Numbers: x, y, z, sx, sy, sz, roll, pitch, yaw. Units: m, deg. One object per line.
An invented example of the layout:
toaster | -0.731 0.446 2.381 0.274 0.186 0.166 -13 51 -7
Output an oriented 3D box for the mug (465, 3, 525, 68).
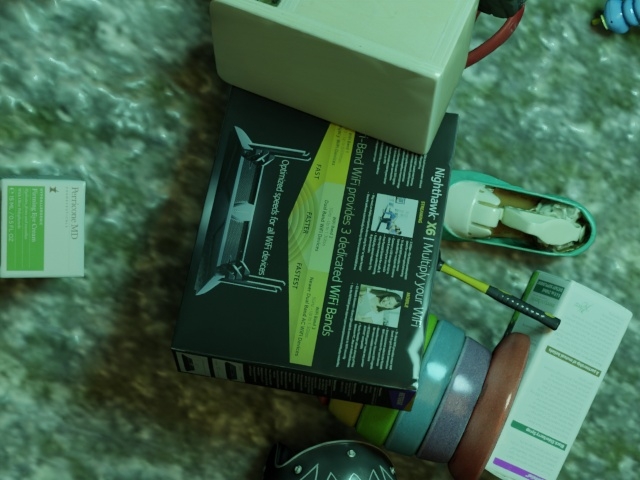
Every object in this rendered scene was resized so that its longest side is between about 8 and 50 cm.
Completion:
mug | 0.125 -0.242 1.411 0.113 0.150 0.169 25 93 -32

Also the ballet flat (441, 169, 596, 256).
ballet flat | 0.206 -0.031 1.486 0.247 0.087 0.083 9 94 -17

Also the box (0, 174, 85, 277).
box | -0.288 -0.015 1.335 0.087 0.102 0.101 0 95 -18

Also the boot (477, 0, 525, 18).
boot | 0.163 -0.391 1.330 0.223 0.118 0.338 -34 61 -7

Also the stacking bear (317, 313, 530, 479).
stacking bear | 0.060 0.135 1.407 0.289 0.164 0.175 23 98 6

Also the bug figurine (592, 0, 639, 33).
bug figurine | 0.442 -0.193 1.486 0.072 0.216 0.279 -42 108 -47

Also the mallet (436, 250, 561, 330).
mallet | 0.178 0.053 1.457 0.190 0.062 0.039 28 103 15

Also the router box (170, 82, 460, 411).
router box | 0.000 0.000 1.333 0.243 0.081 0.309 10 68 4

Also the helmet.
helmet | 0.012 0.291 1.427 0.169 0.161 0.169 -2 97 -16

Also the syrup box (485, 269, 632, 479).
syrup box | 0.256 0.164 1.520 0.096 0.093 0.237 27 89 -18

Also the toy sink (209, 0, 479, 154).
toy sink | 0.026 -0.209 1.298 0.234 0.153 0.131 20 66 9
